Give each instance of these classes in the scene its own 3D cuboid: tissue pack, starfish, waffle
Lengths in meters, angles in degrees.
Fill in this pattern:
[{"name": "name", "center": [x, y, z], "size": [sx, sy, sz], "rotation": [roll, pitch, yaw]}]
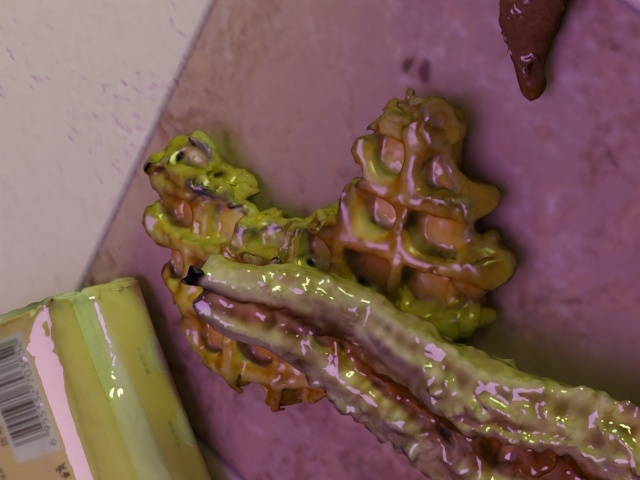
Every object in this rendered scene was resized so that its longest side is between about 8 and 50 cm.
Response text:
[{"name": "tissue pack", "center": [-0.142, 0.148, 0.914], "size": [0.186, 0.090, 0.222], "rotation": [-23, 90, 35]}, {"name": "starfish", "center": [0.113, 0.102, 0.712], "size": [0.324, 0.082, 0.432], "rotation": [-2, 112, 34]}, {"name": "waffle", "center": [-0.002, 0.001, 0.798], "size": [0.194, 0.051, 0.149], "rotation": [-22, 91, 38]}]

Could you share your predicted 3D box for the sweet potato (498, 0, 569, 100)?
[{"name": "sweet potato", "center": [0.081, -0.164, 0.684], "size": [0.068, 0.068, 0.226], "rotation": [11, 109, 33]}]
